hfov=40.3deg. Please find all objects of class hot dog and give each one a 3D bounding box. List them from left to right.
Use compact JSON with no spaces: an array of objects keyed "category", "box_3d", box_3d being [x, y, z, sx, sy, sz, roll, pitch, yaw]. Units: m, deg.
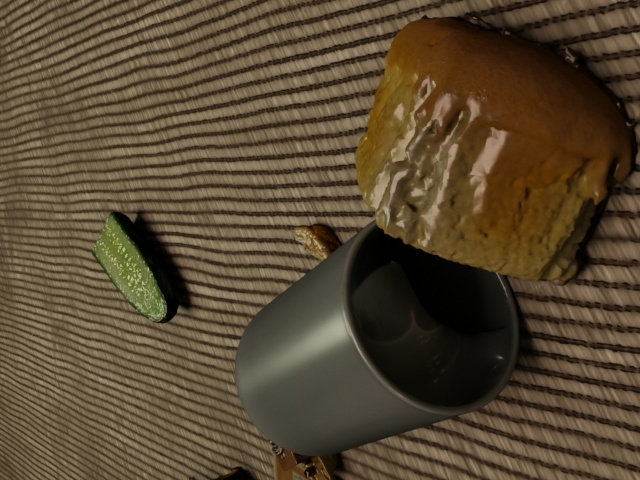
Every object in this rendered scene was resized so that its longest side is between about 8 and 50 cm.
[{"category":"hot dog","box_3d":[0.000,0.000,1.115,0.090,0.030,0.034,41,127,40]}]

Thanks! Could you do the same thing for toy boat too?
[{"category":"toy boat","box_3d":[-0.043,0.248,1.215,0.057,0.077,0.200,-47,63,51]}]

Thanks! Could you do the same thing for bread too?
[{"category":"bread","box_3d":[0.139,-0.092,0.790,0.262,0.163,0.204,32,116,27]}]

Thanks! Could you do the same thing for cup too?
[{"category":"cup","box_3d":[0.039,0.117,0.951,0.312,0.205,0.205,-37,71,53]}]

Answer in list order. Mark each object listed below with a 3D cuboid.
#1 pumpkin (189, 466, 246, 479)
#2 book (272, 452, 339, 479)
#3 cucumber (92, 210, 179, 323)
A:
[{"category":"pumpkin","box_3d":[-0.185,0.467,1.480,0.280,0.190,0.139,23,-132,-80]},{"category":"book","box_3d":[-0.014,0.437,1.289,0.170,0.018,0.241,15,112,52]},{"category":"cucumber","box_3d":[-0.311,0.054,1.529,0.244,0.063,0.115,49,128,33]}]
